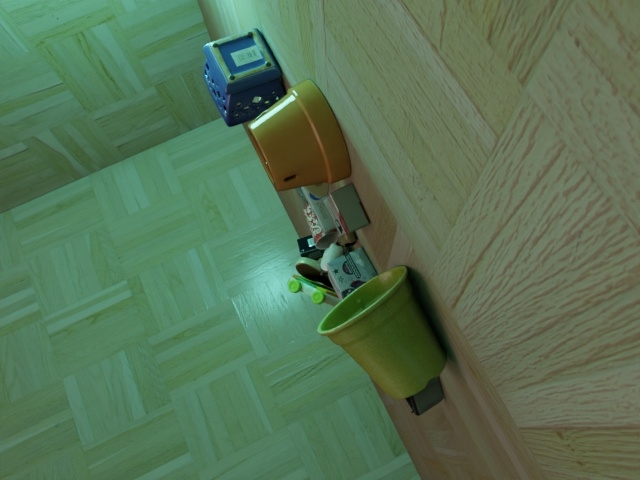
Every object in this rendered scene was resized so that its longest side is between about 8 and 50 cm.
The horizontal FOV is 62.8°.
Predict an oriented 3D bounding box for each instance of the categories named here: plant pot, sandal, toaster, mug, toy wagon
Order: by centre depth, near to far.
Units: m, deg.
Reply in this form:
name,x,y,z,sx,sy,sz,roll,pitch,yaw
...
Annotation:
name,x,y,z,sx,sy,sz,roll,pitch,yaw
plant pot,0.175,0.246,1.323,0.254,0.276,0.276,54,174,-5
plant pot,-0.069,-0.265,1.449,0.291,0.203,0.291,63,174,12
toaster,0.279,0.406,1.602,0.168,0.110,0.186,54,168,57
sandal,-0.036,-0.254,1.735,0.079,0.088,0.240,-119,9,-83
plant pot,-0.261,-0.565,1.786,0.236,0.235,0.212,63,166,15
mug,-0.001,-0.055,2.081,0.150,0.113,0.169,108,143,-54
toy wagon,0.027,0.238,2.216,0.344,0.068,0.267,22,179,26

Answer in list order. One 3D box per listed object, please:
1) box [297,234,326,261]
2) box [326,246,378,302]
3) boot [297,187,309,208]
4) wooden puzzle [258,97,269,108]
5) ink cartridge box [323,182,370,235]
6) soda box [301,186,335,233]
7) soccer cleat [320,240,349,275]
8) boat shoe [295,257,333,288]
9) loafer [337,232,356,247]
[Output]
name,x,y,z,sx,sy,sz,roll,pitch,yaw
box,-0.007,0.051,2.303,0.158,0.155,0.093,72,-179,-47
box,0.133,0.177,1.765,0.247,0.142,0.163,62,173,21
boot,-0.078,-0.216,2.281,0.208,0.076,0.190,51,152,39
wooden puzzle,-0.223,-0.515,2.298,0.239,0.044,0.221,-101,-6,-46
ink cartridge box,0.074,-0.085,1.549,0.128,0.072,0.175,64,173,0
soda box,-0.001,-0.137,1.955,0.216,0.073,0.069,64,174,5
soccer cleat,0.078,0.070,2.064,0.331,0.115,0.143,-7,-66,-82
boat shoe,0.011,0.123,2.247,0.302,0.109,0.098,27,-121,-39
loafer,0.092,0.002,1.813,0.148,0.056,0.050,90,160,-76
